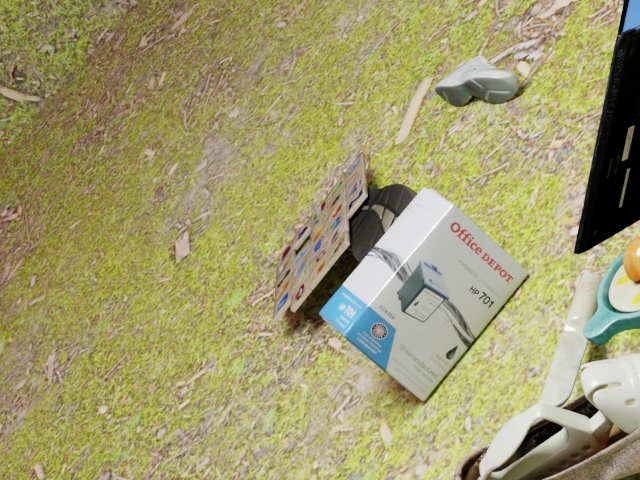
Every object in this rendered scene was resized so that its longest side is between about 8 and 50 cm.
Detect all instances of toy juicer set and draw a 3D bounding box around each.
[{"bbox_3d":[0.329,0.014,1.601,0.329,0.089,0.209,-34,23,22],"label":"toy juicer set"}]

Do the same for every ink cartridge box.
[{"bbox_3d":[0.116,0.059,1.831,0.190,0.139,0.082,-50,27,0],"label":"ink cartridge box"}]

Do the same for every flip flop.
[{"bbox_3d":[0.086,-0.007,2.037,0.112,0.080,0.277,-57,13,-4],"label":"flip flop"}]

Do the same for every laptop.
[{"bbox_3d":[0.300,-0.146,1.693,0.136,0.234,0.264,24,31,32],"label":"laptop"}]

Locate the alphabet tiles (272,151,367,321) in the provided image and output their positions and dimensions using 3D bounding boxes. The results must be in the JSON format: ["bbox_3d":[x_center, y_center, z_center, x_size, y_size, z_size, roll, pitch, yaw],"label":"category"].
[{"bbox_3d":[0.000,0.000,2.130,0.198,0.009,0.237,-51,15,18],"label":"alphabet tiles"}]

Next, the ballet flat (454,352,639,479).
[{"bbox_3d":[0.254,0.175,1.525,0.316,0.106,0.107,-38,29,21],"label":"ballet flat"}]

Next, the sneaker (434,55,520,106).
[{"bbox_3d":[0.209,-0.214,2.125,0.061,0.054,0.152,-56,28,-17],"label":"sneaker"}]
